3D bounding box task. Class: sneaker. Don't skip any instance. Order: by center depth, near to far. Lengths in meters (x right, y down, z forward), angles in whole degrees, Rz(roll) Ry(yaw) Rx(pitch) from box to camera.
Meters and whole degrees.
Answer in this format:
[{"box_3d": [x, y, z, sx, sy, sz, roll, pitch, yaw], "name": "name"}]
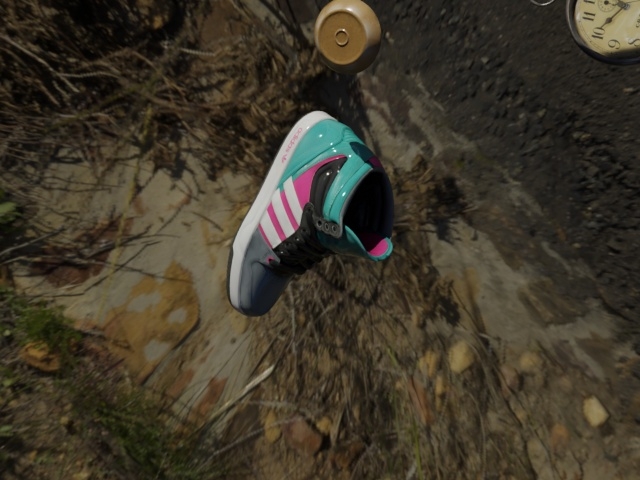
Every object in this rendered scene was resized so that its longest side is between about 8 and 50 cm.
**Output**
[{"box_3d": [0.000, 0.000, 1.005, 0.178, 0.123, 0.296, 34, 107, 36], "name": "sneaker"}]

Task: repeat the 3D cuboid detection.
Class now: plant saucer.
[{"box_3d": [0.026, -0.225, 0.859, 0.083, 0.015, 0.083, 10, 112, 26], "name": "plant saucer"}]

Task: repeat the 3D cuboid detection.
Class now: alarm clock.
[{"box_3d": [0.333, -0.273, 0.898, 0.192, 0.064, 0.129, 19, 107, 13], "name": "alarm clock"}]
